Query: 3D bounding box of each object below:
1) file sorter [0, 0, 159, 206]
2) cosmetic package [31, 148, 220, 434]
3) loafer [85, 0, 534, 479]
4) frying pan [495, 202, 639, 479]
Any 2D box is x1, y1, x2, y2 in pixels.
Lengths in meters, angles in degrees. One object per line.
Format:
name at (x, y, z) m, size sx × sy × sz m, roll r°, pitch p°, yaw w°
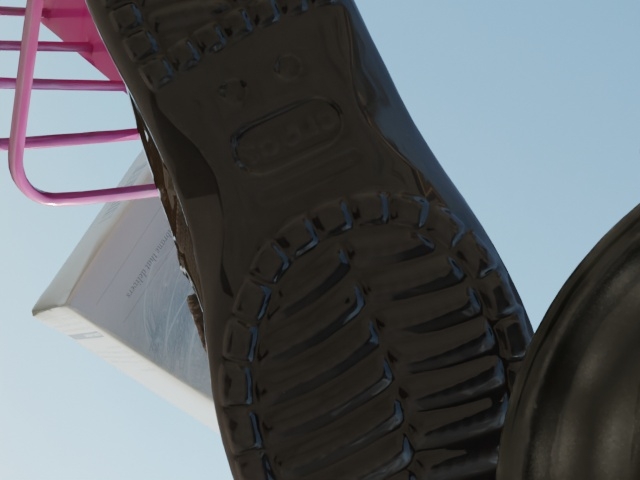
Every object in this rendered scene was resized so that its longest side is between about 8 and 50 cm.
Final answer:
file sorter at (-0.153, -0.172, 0.590) m, size 0.290 × 0.182 × 0.202 m, roll 39°, pitch -56°, yaw 37°
cosmetic package at (-0.063, 0.024, 0.799) m, size 0.224 × 0.224 × 0.138 m, roll -60°, pitch -161°, yaw -19°
loafer at (0.000, 0.000, 0.461) m, size 0.130 × 0.133 × 0.366 m, roll 123°, pitch -51°, yaw -84°
frying pan at (0.164, 0.028, 0.232) m, size 0.326 × 0.053 × 0.197 m, roll -46°, pitch -140°, yaw 32°
